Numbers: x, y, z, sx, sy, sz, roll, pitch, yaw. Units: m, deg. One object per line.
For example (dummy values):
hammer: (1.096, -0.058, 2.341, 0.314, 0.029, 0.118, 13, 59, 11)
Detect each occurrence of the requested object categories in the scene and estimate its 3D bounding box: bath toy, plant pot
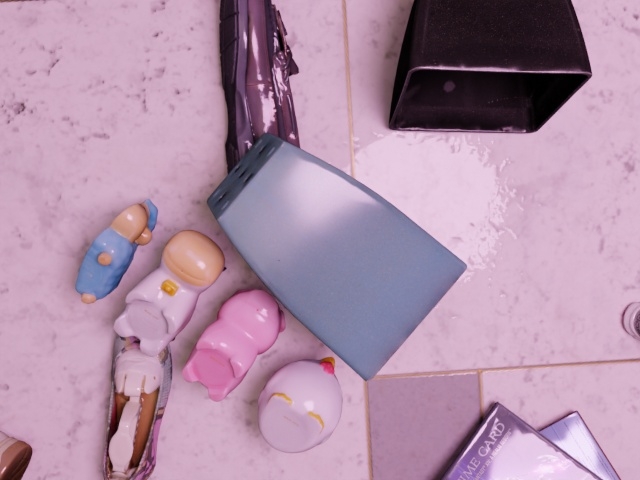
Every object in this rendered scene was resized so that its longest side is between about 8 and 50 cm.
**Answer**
bath toy: (-0.110, 0.100, 0.832, 0.348, 0.129, 0.151, 40, 118, -1)
plant pot: (0.000, 0.000, 0.773, 0.234, 0.166, 0.165, 40, 91, -22)
plant pot: (0.180, -0.233, 0.802, 0.187, 0.188, 0.167, 1, 81, -1)

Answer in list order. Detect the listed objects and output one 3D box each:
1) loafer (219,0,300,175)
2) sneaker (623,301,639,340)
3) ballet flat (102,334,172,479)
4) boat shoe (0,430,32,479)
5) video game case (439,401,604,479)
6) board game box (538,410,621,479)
loafer: (-0.066, -0.178, 0.842, 0.095, 0.109, 0.303, -4, 99, -19)
sneaker: (0.465, 0.132, 0.870, 0.170, 0.075, 0.063, 29, 91, -3)
ballet flat: (-0.227, 0.201, 0.853, 0.076, 0.079, 0.222, 7, 92, -1)
boat shoe: (-0.468, 0.363, 0.844, 0.098, 0.109, 0.302, 28, 86, 3)
video game case: (0.270, 0.357, 0.838, 0.274, 0.026, 0.196, 36, 82, 18)
board game box: (0.328, 0.369, 0.852, 0.145, 0.027, 0.281, -28, 72, -1)
